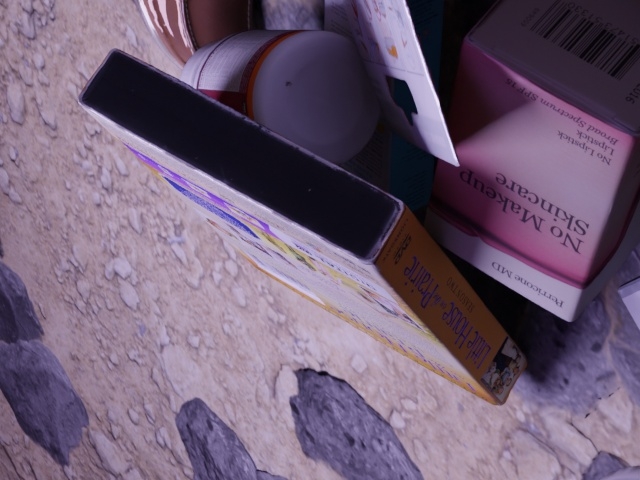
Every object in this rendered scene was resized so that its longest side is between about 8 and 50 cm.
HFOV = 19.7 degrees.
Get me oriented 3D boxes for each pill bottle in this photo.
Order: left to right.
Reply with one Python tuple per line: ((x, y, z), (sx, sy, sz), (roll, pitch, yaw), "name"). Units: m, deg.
((-0.044, -0.130, 1.665), (0.221, 0.121, 0.121), (13, 125, 64), "pill bottle")

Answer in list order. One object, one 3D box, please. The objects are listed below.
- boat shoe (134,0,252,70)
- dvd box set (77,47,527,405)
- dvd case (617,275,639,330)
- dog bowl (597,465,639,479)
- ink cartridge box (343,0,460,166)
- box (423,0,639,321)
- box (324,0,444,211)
((-0.116, -0.299, 1.772), (0.116, 0.123, 0.324), (21, 132, 46), "boat shoe")
((0.000, 0.000, 1.615), (0.308, 0.062, 0.420), (29, 172, 27), "dvd box set")
((0.351, 0.115, 1.474), (0.238, 0.030, 0.179), (61, 150, 3), "dvd case")
((0.319, 0.380, 1.661), (0.349, 0.102, 0.348), (35, 140, 37), "dog bowl")
((0.060, -0.264, 1.409), (0.308, 0.091, 0.385), (-131, 24, -79), "ink cartridge box")
((0.182, -0.075, 1.391), (0.149, 0.127, 0.232), (32, 146, 17), "box")
((0.055, -0.143, 1.688), (0.100, 0.060, 0.244), (38, 142, 37), "box")
